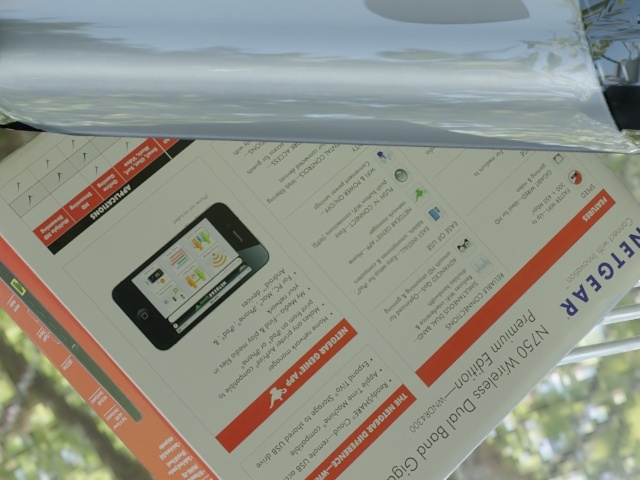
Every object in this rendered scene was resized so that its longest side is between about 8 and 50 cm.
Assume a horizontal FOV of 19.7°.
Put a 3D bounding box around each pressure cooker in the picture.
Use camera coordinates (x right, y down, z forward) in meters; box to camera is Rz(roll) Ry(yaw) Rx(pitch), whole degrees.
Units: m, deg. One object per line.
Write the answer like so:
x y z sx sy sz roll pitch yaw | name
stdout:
-0.030 -0.221 0.696 0.420 0.375 0.370 3 -171 20 | pressure cooker

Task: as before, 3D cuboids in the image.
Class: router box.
0.000 0.000 1.102 0.335 0.301 0.082 -41 179 -28 | router box

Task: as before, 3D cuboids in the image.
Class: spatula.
0.278 0.046 1.332 0.242 0.168 0.019 -10 -115 -29 | spatula
